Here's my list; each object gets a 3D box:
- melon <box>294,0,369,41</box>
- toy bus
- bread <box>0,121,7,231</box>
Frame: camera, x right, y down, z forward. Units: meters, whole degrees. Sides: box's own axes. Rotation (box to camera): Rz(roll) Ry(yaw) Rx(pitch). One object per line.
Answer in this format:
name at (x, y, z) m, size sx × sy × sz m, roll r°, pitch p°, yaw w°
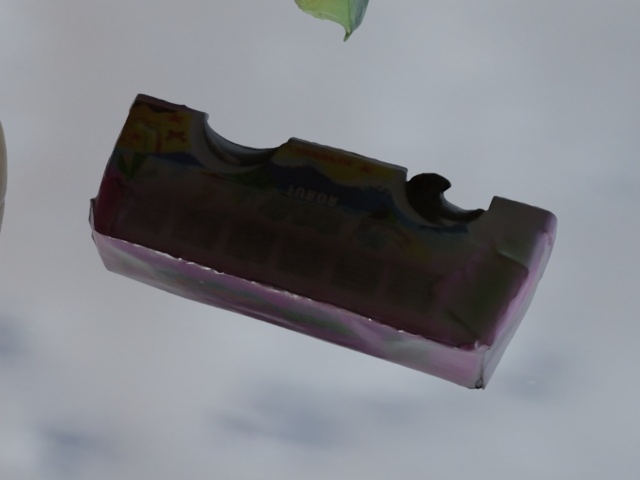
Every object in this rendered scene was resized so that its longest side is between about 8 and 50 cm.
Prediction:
melon at (-0.071, -0.286, 1.226) m, size 0.124 × 0.323 × 0.196 m, roll -53°, pitch -149°, yaw 18°
toy bus at (0.000, 0.000, 0.960) m, size 0.274 × 0.090 × 0.112 m, roll 17°, pitch -115°, yaw 10°
bread at (-0.286, -0.038, 1.135) m, size 0.114 × 0.077 × 0.189 m, roll 0°, pitch -94°, yaw -16°
